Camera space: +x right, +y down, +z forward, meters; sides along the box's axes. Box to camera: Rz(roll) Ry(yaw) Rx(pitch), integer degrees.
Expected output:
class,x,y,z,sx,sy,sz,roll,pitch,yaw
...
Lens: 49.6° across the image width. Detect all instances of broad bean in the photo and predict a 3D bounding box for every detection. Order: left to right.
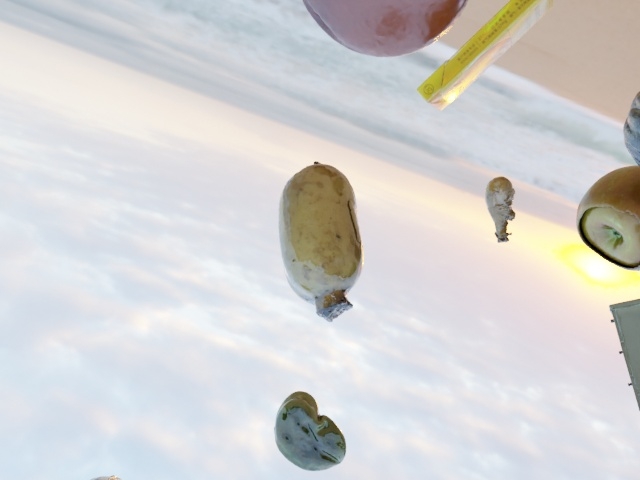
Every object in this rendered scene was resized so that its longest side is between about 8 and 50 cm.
class,x,y,z,sx,sy,sz,roll,pitch,yaw
broad bean,-0.029,0.463,1.644,0.207,0.153,0.072,62,-170,-5

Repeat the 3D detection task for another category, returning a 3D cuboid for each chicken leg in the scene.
class,x,y,z,sx,sy,sz,roll,pitch,yaw
chicken leg,0.549,-0.094,2.102,0.085,0.208,0.101,-2,-163,27

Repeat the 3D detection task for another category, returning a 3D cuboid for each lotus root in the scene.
class,x,y,z,sx,sy,sz,roll,pitch,yaw
lotus root,0.000,0.000,1.166,0.146,0.284,0.160,-18,153,17

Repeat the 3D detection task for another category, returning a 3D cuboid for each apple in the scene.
class,x,y,z,sx,sy,sz,roll,pitch,yaw
apple,0.680,-0.045,1.508,0.237,0.207,0.237,59,172,14

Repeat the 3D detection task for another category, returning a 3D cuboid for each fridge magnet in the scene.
class,x,y,z,sx,sy,sz,roll,pitch,yaw
fridge magnet,0.115,-0.521,1.271,0.363,0.364,0.155,22,-146,15

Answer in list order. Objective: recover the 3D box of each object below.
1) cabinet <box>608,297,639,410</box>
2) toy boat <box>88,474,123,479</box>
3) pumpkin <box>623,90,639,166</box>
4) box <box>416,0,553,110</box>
class,x,y,z,sx,sy,sz,roll,pitch,yaw
cabinet,0.611,0.205,1.219,0.150,0.206,0.145,-16,164,21
toy boat,-0.368,0.590,1.234,0.330,0.123,0.215,62,180,15
pumpkin,0.692,-0.226,1.323,0.220,0.221,0.162,15,-153,-32
box,0.289,-0.336,1.205,0.043,0.269,0.152,49,-163,9
